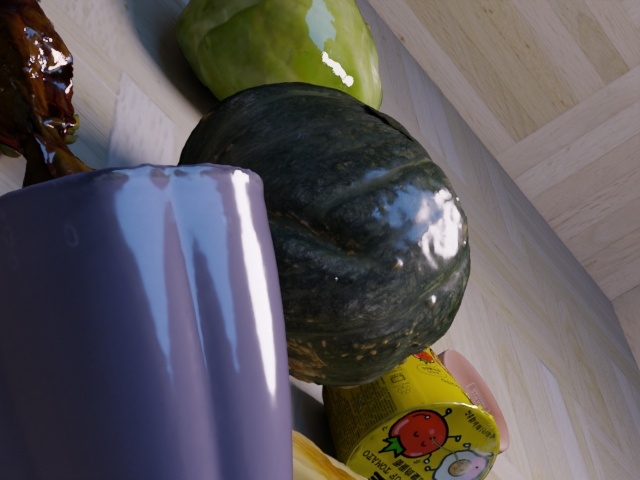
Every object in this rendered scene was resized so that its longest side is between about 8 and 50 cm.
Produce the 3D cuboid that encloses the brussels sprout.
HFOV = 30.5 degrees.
[{"bbox_3d":[-0.053,-0.262,1.591,0.328,0.247,0.328,-25,90,-85],"label":"brussels sprout"}]

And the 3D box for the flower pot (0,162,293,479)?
[{"bbox_3d":[-0.127,0.104,0.770,0.265,0.265,0.243,9,60,-66],"label":"flower pot"}]

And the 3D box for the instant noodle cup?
[{"bbox_3d":[0.087,0.197,1.290,0.182,0.182,0.144,42,15,-38],"label":"instant noodle cup"}]

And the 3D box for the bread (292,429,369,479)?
[{"bbox_3d":[0.034,0.307,0.953,0.389,0.183,0.236,39,-1,-33],"label":"bread"}]

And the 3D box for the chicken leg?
[{"bbox_3d":[-0.221,-0.099,0.872,0.304,0.093,0.113,57,-5,51],"label":"chicken leg"}]

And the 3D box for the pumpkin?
[{"bbox_3d":[0.000,0.000,1.182,0.291,0.258,0.327,91,-25,-49],"label":"pumpkin"}]

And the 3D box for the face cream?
[{"bbox_3d":[0.160,0.228,1.508,0.149,0.104,0.149,48,20,-24],"label":"face cream"}]

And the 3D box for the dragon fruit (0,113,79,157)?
[{"bbox_3d":[-0.263,-0.114,1.049,0.081,0.086,0.116,28,-11,28],"label":"dragon fruit"}]
